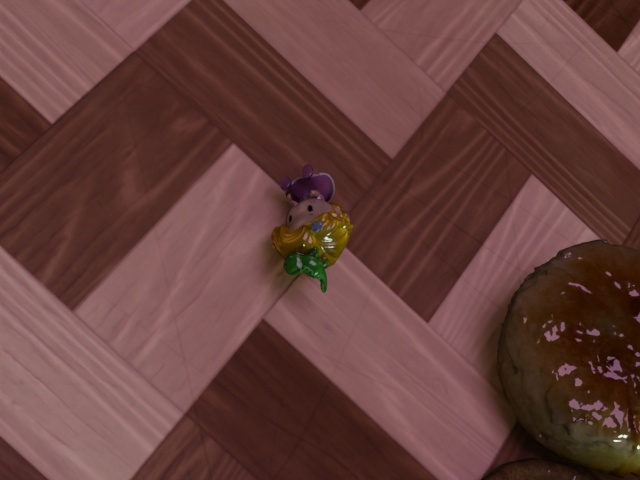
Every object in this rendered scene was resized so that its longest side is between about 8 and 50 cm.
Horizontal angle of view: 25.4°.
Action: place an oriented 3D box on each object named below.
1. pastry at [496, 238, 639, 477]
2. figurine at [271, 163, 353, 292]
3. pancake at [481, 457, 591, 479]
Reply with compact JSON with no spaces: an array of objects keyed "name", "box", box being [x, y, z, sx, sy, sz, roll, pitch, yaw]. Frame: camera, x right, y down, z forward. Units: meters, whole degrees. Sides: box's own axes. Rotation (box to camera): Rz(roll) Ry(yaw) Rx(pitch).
[{"name":"pastry","box":[0.374,0.147,1.813,0.329,0.136,0.330,7,58,-12]},{"name":"figurine","box":[0.000,0.000,1.717,0.115,0.094,0.156,40,29,-34]},{"name":"pancake","box":[0.273,0.400,1.696,0.288,0.033,0.286,-8,69,-35]}]
